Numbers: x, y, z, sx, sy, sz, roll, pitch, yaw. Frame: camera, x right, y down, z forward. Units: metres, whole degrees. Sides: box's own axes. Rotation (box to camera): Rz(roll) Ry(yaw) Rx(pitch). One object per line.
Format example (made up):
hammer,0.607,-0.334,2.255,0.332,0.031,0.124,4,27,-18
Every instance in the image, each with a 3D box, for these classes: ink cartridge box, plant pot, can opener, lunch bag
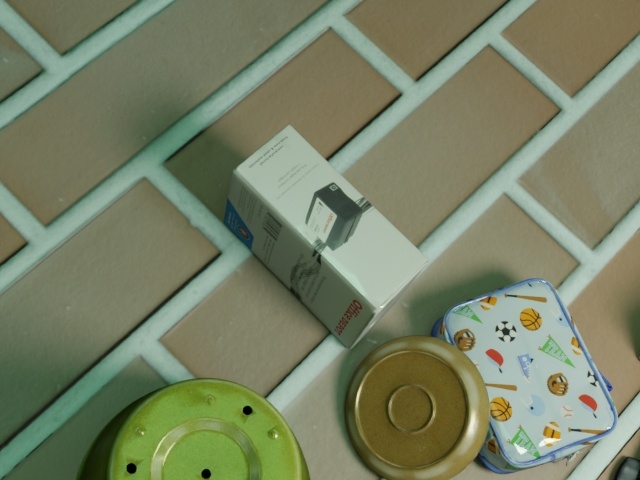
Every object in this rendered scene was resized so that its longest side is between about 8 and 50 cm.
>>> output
ink cartridge box,0.000,0.000,1.591,0.307,0.223,0.129,45,68,9
plant pot,-0.166,0.339,1.363,0.366,0.353,0.366,3,68,-8
can opener,0.552,0.352,1.638,0.073,0.059,0.186,36,68,6
plant pot,0.144,0.263,1.555,0.236,0.032,0.236,-4,77,20
lunch bag,0.335,0.223,1.624,0.243,0.115,0.303,-17,72,-18

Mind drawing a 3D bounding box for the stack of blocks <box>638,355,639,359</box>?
stack of blocks,0.700,0.125,1.690,0.297,0.171,0.087,-35,79,-21
